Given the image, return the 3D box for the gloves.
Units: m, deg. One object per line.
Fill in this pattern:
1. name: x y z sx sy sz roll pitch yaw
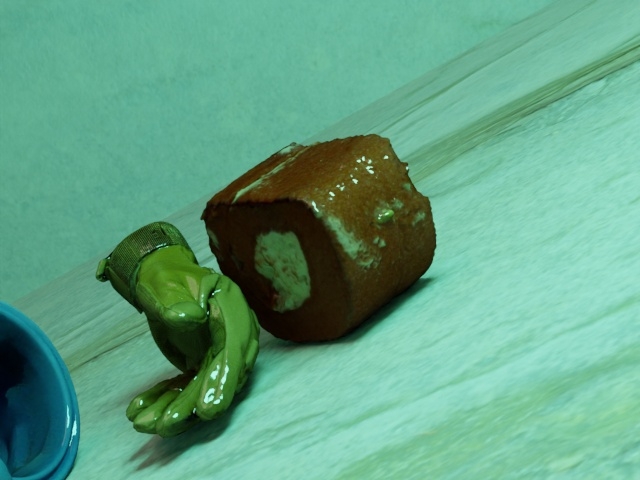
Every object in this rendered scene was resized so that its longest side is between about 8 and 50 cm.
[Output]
1. gloves: -0.142 0.099 1.557 0.154 0.141 0.331 -64 30 20

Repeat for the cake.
1. cake: 0.000 0.000 1.547 0.151 0.177 0.283 -38 18 -30

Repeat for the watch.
1. watch: -0.421 0.176 1.576 0.241 0.305 0.274 -24 21 30
